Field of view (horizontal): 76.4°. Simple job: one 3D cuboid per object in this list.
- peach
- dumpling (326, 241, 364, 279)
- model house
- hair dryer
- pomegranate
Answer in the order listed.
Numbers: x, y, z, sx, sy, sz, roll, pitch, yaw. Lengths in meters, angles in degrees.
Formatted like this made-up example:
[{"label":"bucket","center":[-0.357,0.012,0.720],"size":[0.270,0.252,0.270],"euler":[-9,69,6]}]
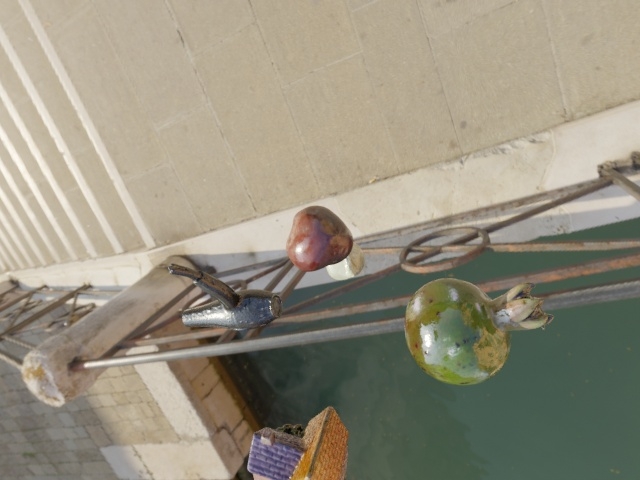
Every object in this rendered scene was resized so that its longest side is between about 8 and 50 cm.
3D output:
[{"label":"peach","center":[0.000,0.000,0.895],"size":[0.152,0.152,0.152],"euler":[7,115,16]},{"label":"dumpling","center":[0.070,0.044,1.390],"size":[0.131,0.252,0.179],"euler":[-21,90,-6]},{"label":"model house","center":[-0.047,0.548,1.060],"size":[0.236,0.202,0.238],"euler":[14,131,17]},{"label":"hair dryer","center":[-0.189,0.091,0.676],"size":[0.195,0.075,0.219],"euler":[-11,146,19]},{"label":"pomegranate","center":[0.156,0.086,0.417],"size":[0.142,0.114,0.114],"euler":[-33,99,34]}]
